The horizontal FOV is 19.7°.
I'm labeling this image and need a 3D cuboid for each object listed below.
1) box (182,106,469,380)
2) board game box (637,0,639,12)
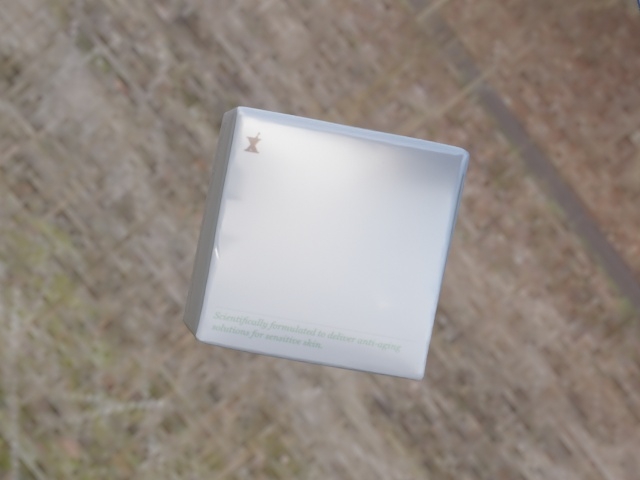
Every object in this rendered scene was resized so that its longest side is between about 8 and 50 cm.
[{"bbox_3d":[0.000,0.000,0.793,0.101,0.102,0.087,11,0,-8],"label":"box"},{"bbox_3d":[0.138,-0.081,0.594,0.211,0.039,0.160,22,54,-62],"label":"board game box"}]
